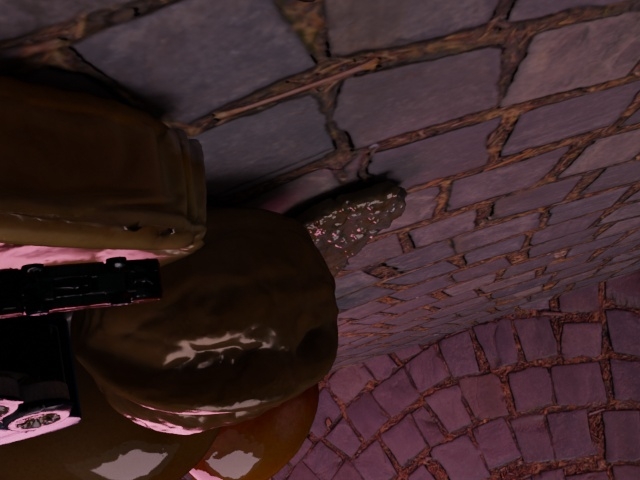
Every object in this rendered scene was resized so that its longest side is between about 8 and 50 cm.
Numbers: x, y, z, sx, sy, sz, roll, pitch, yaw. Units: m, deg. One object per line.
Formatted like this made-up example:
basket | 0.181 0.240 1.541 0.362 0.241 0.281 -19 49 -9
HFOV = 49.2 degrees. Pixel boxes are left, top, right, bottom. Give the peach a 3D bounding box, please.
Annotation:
peach | -0.153 0.319 1.353 0.332 0.307 0.308 -35 171 -21

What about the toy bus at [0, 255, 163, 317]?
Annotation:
toy bus | -0.154 0.030 0.434 0.110 0.031 0.043 -3 171 -38

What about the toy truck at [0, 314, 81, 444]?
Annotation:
toy truck | -0.345 0.096 0.579 0.175 0.146 0.367 -25 154 13

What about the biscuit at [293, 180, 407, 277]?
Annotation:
biscuit | -0.001 -0.002 0.849 0.141 0.038 0.290 -8 160 -25

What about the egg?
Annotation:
egg | -0.285 0.215 0.916 0.323 0.250 0.250 -6 162 -16

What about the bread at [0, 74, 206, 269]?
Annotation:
bread | -0.194 -0.032 0.434 0.136 0.106 0.241 -25 162 36

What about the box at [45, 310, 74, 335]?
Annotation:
box | -0.327 0.088 0.798 0.244 0.055 0.103 -14 163 -9

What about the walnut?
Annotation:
walnut | -0.110 0.078 0.684 0.257 0.257 0.224 -9 130 -24
